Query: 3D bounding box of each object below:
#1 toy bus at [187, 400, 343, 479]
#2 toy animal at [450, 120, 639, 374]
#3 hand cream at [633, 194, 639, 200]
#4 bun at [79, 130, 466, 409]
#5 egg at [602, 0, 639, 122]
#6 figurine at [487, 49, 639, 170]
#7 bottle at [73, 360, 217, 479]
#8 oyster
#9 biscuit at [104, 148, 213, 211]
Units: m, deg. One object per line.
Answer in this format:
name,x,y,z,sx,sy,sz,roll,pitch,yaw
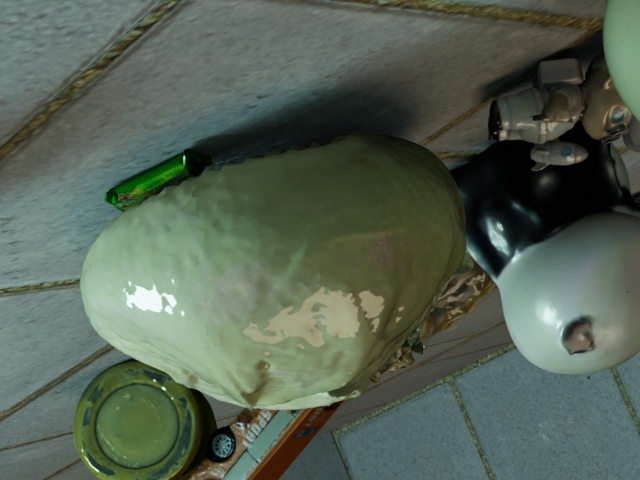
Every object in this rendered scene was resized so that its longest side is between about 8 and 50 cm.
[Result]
toy bus,-0.026,0.200,1.686,0.409,0.092,0.093,-51,152,9
toy animal,0.274,0.007,1.363,0.213,0.266,0.212,-24,164,-7
hand cream,0.489,-0.043,2.000,0.186,0.054,0.087,-27,172,-9
bun,-0.023,0.042,1.090,0.361,0.213,0.361,-22,173,-3
egg,0.302,-0.152,0.917,0.189,0.188,0.254,-26,175,16
figurine,0.265,-0.129,1.147,0.229,0.112,0.137,-9,160,3
bottle,-0.236,0.273,1.820,0.171,0.171,0.351,-22,169,-2
oyster,0.175,0.064,1.784,0.354,0.107,0.201,-45,167,4
biscuit,-0.132,-0.046,1.009,0.089,0.016,0.046,-25,167,12
